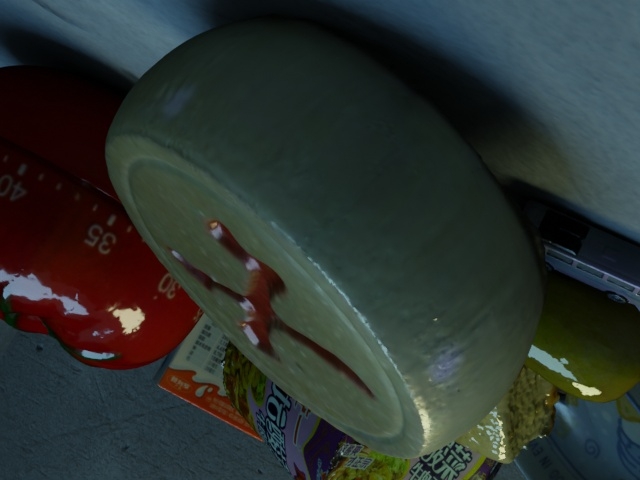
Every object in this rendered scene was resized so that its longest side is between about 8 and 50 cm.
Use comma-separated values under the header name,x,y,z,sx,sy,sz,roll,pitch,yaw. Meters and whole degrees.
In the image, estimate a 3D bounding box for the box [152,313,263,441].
name,x,y,z,sx,sy,sz,roll,pitch,yaw
box,-0.059,0.149,1.663,0.273,0.265,0.048,32,172,-17

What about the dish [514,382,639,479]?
name,x,y,z,sx,sy,sz,roll,pitch,yaw
dish,0.297,0.170,1.163,0.273,0.134,0.273,43,151,32

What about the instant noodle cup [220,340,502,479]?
name,x,y,z,sx,sy,sz,roll,pitch,yaw
instant noodle cup,0.049,0.183,1.426,0.266,0.340,0.340,32,175,41

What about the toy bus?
name,x,y,z,sx,sy,sz,roll,pitch,yaw
toy bus,0.201,0.012,0.862,0.130,0.037,0.052,25,168,13

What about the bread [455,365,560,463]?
name,x,y,z,sx,sy,sz,roll,pitch,yaw
bread,0.094,0.077,1.118,0.274,0.114,0.185,27,143,35

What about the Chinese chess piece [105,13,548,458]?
name,x,y,z,sx,sy,sz,roll,pitch,yaw
Chinese chess piece,0.000,0.000,0.826,0.338,0.140,0.338,40,162,16

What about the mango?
name,x,y,z,sx,sy,sz,roll,pitch,yaw
mango,0.175,0.052,0.935,0.194,0.092,0.130,29,-157,6

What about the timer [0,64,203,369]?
name,x,y,z,sx,sy,sz,roll,pitch,yaw
timer,-0.283,-0.029,1.311,0.378,0.279,0.378,29,169,6

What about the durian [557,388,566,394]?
name,x,y,z,sx,sy,sz,roll,pitch,yaw
durian,0.302,0.178,1.296,0.220,0.137,0.095,15,-162,29
